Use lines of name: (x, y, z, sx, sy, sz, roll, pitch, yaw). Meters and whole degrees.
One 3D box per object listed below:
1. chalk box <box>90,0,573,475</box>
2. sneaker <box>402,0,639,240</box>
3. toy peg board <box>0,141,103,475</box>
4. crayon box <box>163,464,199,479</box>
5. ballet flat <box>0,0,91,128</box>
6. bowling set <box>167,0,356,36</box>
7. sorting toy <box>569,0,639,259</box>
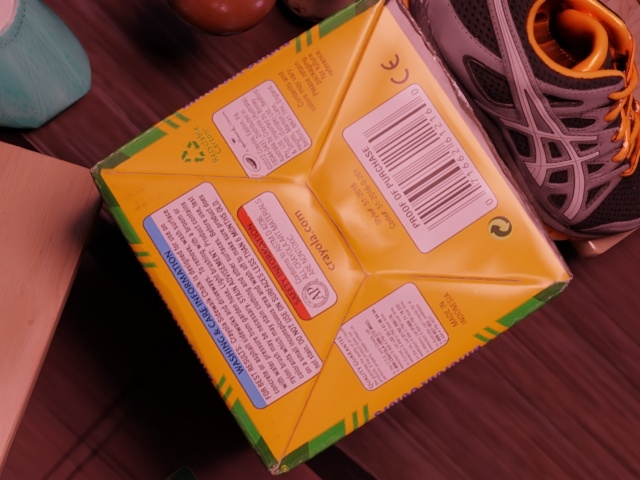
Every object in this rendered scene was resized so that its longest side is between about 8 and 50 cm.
chalk box: (0.000, 0.000, 0.632, 0.132, 0.213, 0.132, -33, 88, -3)
sneaker: (0.112, -0.066, 0.690, 0.215, 0.083, 0.084, 36, 51, -43)
toy peg board: (-0.186, 0.034, 0.589, 0.161, 0.079, 0.161, 17, 59, -2)
crayon box: (-0.089, 0.236, 0.534, 0.318, 0.081, 0.202, -38, 88, -35)
ballet flat: (-0.202, -0.129, 0.635, 0.247, 0.087, 0.083, 29, 57, -14)
bowling set: (-0.029, -0.181, 0.740, 0.287, 0.154, 0.200, 43, 74, -6)
sorting toy: (0.133, -0.063, 0.807, 0.275, 0.046, 0.132, -31, 85, -35)
